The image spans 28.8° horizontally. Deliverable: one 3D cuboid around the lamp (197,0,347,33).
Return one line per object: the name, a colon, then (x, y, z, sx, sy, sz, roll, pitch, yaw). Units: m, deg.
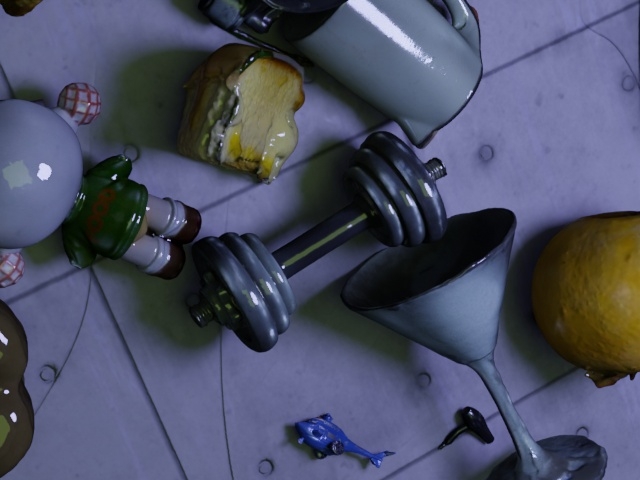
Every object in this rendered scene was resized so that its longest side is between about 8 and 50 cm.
lamp: (-0.013, -0.437, 1.570, 0.205, 0.374, 0.272, 32, 58, -22)

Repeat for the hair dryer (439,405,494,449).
hair dryer: (0.222, 0.302, 1.926, 0.083, 0.031, 0.079, -37, 119, 0)

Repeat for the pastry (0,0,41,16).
pastry: (-0.345, -0.367, 1.497, 0.103, 0.189, 0.188, 38, 82, -26)

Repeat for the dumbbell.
dumbbell: (0.000, 0.000, 1.692, 0.406, 0.179, 0.179, -31, 108, -14)

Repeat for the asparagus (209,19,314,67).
asparagus: (-0.080, -0.271, 1.715, 0.166, 0.013, 0.016, 22, 99, -24)

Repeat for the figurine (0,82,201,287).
figurine: (-0.324, -0.056, 1.563, 0.370, 0.167, 0.281, 25, 92, -33)

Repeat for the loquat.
loquat: (0.449, 0.087, 1.864, 0.275, 0.275, 0.274, -3, 99, -23)

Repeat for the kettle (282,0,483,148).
kettle: (0.107, -0.290, 1.714, 0.255, 0.165, 0.240, 35, 72, -25)

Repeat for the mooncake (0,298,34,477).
mooncake: (-0.526, 0.184, 1.488, 0.378, 0.201, 0.378, -3, 98, -24)

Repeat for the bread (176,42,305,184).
bread: (-0.121, -0.174, 1.651, 0.133, 0.251, 0.174, 15, 94, 19)

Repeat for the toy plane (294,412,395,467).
toy plane: (0.033, 0.295, 1.829, 0.167, 0.054, 0.062, 27, 61, -24)

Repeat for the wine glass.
wine glass: (0.236, 0.184, 1.778, 0.267, 0.267, 0.406, -34, 108, -16)
